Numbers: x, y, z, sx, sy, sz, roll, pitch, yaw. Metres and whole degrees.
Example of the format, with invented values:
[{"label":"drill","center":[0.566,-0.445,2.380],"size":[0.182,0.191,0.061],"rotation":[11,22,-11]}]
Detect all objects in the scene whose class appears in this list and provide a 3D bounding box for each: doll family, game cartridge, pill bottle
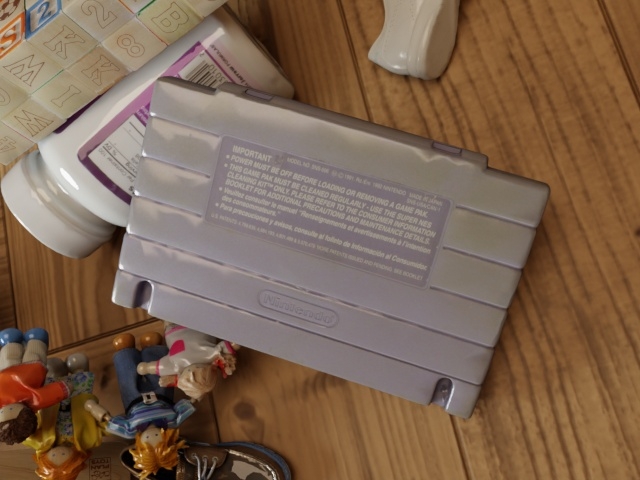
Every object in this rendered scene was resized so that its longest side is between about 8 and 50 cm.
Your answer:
[{"label":"doll family","center":[-0.204,0.164,0.684],"size":[0.263,0.118,0.163],"rotation":[-12,35,-12]},{"label":"game cartridge","center":[0.000,0.000,0.620],"size":[0.355,0.068,0.230],"rotation":[17,100,7]},{"label":"pill bottle","center":[-0.188,-0.121,0.728],"size":[0.301,0.169,0.169],"rotation":[-39,69,9]}]

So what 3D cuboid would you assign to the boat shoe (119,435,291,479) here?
[{"label":"boat shoe","center":[-0.121,0.237,0.688],"size":[0.183,0.066,0.066],"rotation":[1,81,21]}]

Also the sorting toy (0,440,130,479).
[{"label":"sorting toy","center":[-0.324,0.345,0.669],"size":[0.089,0.257,0.255],"rotation":[-38,54,53]}]

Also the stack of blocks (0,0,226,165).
[{"label":"stack of blocks","center":[-0.231,-0.226,0.643],"size":[0.297,0.087,0.171],"rotation":[-31,53,16]}]

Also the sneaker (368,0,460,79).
[{"label":"sneaker","center":[0.109,-0.276,0.702],"size":[0.094,0.080,0.212],"rotation":[21,89,34]}]
